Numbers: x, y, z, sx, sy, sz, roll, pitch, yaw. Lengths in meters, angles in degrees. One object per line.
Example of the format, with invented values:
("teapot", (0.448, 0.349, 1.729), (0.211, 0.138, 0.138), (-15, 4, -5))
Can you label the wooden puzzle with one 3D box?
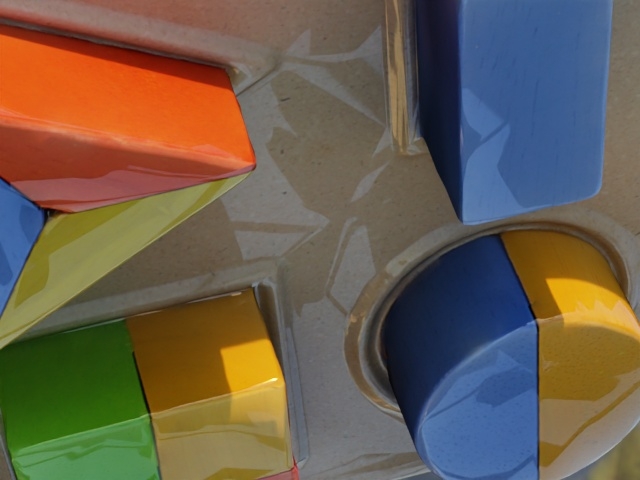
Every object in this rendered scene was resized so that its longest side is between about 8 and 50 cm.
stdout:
("wooden puzzle", (0.000, 0.000, 0.622), (0.322, 0.348, 0.080), (84, -15, -46))
